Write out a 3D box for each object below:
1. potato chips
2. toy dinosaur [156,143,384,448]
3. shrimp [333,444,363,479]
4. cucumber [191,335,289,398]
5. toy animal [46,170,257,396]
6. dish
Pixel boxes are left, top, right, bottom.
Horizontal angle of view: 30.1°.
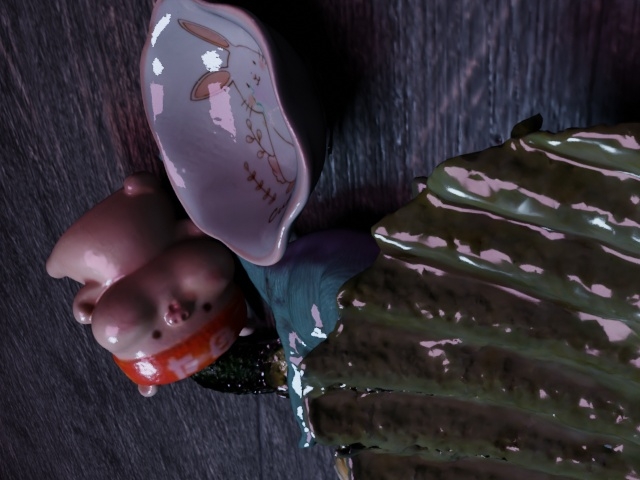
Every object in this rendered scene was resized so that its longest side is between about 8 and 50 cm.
[{"bbox_3d":[0.180,0.103,0.731,0.389,0.097,0.373,-4,121,29],"label":"potato chips"},{"bbox_3d":[0.000,0.000,0.973,0.383,0.129,0.331,-27,90,58],"label":"toy dinosaur"},{"bbox_3d":[0.138,0.335,1.143,0.365,0.071,0.233,46,159,14],"label":"shrimp"},{"bbox_3d":[-0.086,0.134,1.250,0.245,0.067,0.067,-10,111,57],"label":"cucumber"},{"bbox_3d":[-0.170,0.048,1.196,0.198,0.171,0.171,52,150,10],"label":"toy animal"},{"bbox_3d":[-0.053,-0.099,0.945,0.229,0.081,0.229,33,135,41],"label":"dish"}]
